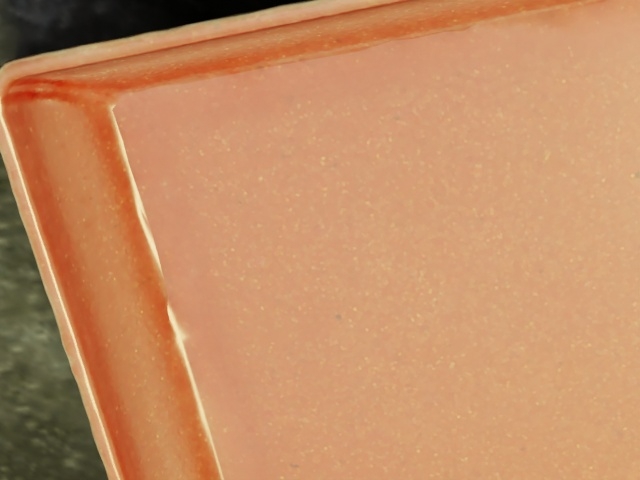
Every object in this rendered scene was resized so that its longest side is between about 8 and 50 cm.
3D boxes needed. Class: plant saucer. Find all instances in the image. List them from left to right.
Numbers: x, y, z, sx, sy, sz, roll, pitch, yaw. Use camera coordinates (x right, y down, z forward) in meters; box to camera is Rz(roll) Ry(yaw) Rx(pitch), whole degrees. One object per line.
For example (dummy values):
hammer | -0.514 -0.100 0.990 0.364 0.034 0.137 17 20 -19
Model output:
plant saucer | 0.059 0.039 0.578 0.259 0.048 0.258 -10 110 15
